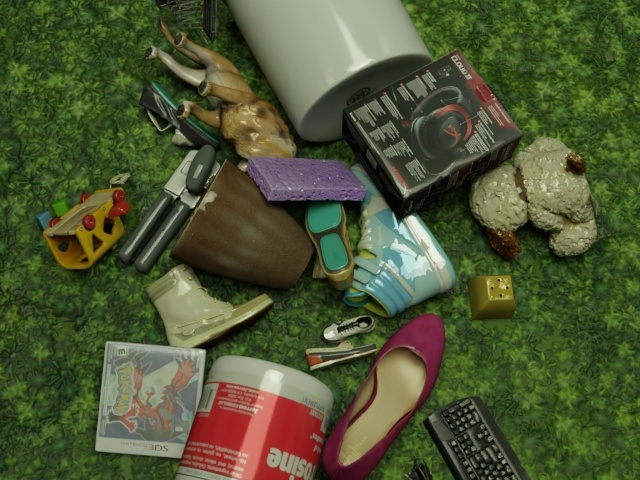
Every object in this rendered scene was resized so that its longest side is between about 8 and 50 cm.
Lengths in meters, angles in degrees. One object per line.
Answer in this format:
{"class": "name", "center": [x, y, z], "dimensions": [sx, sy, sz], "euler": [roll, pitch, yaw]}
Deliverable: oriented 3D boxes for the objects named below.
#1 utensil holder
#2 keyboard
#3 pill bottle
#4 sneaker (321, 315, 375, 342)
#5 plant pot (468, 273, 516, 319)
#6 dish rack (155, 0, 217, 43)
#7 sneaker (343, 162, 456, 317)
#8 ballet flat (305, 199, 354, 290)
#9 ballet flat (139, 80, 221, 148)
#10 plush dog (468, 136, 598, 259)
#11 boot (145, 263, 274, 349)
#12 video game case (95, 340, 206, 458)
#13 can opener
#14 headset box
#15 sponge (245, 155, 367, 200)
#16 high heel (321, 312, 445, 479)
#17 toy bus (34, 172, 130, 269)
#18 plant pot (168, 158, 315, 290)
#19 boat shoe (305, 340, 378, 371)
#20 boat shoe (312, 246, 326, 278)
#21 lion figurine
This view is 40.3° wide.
{"class": "utensil holder", "center": [0.005, -0.437, 1.752], "dimensions": [0.328, 0.327, 0.385], "euler": [-23, 74, -11]}
{"class": "keyboard", "center": [0.285, 0.455, 1.592], "dimensions": [0.202, 0.033, 0.317], "euler": [-27, 73, -12]}
{"class": "pill bottle", "center": [-0.134, 0.420, 1.476], "dimensions": [0.229, 0.229, 0.407], "euler": [16, 70, 2]}
{"class": "sneaker", "center": [0.053, 0.166, 1.679], "dimensions": [0.109, 0.043, 0.040], "euler": [-18, 74, -8]}
{"class": "plant pot", "center": [0.338, 0.103, 1.696], "dimensions": [0.082, 0.083, 0.081], "euler": [-2, 70, -3]}
{"class": "dish rack", "center": [-0.278, -0.539, 1.799], "dimensions": [0.074, 0.208, 0.271], "euler": [-14, 45, -20]}
{"class": "sneaker", "center": [0.095, 0.008, 1.698], "dimensions": [0.208, 0.127, 0.319], "euler": [-32, 69, -10]}
{"class": "ballet flat", "center": [0.019, 0.001, 1.658], "dimensions": [0.080, 0.073, 0.232], "euler": [-14, 45, 6]}
{"class": "ballet flat", "center": [-0.296, -0.241, 1.802], "dimensions": [0.203, 0.074, 0.074], "euler": [42, 73, 5]}
{"class": "plush dog", "center": [0.407, -0.091, 1.724], "dimensions": [0.226, 0.210, 0.262], "euler": [-17, 71, 9]}
{"class": "boot", "center": [-0.213, 0.110, 1.664], "dimensions": [0.213, 0.077, 0.165], "euler": [-27, 73, -4]}
{"class": "video game case", "center": [-0.309, 0.291, 1.591], "dimensions": [0.184, 0.023, 0.201], "euler": [5, 87, -1]}
{"class": "can opener", "center": [-0.297, -0.071, 1.718], "dimensions": [0.076, 0.095, 0.283], "euler": [29, 70, 8]}
{"class": "headset box", "center": [0.219, -0.208, 1.653], "dimensions": [0.293, 0.110, 0.218], "euler": [-30, 73, -10]}
{"class": "sponge", "center": [-0.026, -0.117, 1.663], "dimensions": [0.210, 0.031, 0.117], "euler": [-1, 34, -31]}
{"class": "high heel", "center": [0.131, 0.276, 1.568], "dimensions": [0.127, 0.181, 0.377], "euler": [28, 71, 7]}
{"class": "toy bus", "center": [-0.434, -0.026, 1.688], "dimensions": [0.202, 0.191, 0.104], "euler": [-24, 116, -11]}
{"class": "plant pot", "center": [-0.136, -0.005, 1.661], "dimensions": [0.230, 0.215, 0.215], "euler": [31, 70, -9]}
{"class": "boat shoe", "center": [0.040, 0.213, 1.660], "dimensions": [0.137, 0.049, 0.043], "euler": [-14, 69, -3]}
{"class": "boat shoe", "center": [0.000, 0.001, 1.731], "dimensions": [0.048, 0.056, 0.152], "euler": [-4, 77, -10]}
{"class": "lion figurine", "center": [-0.193, -0.297, 1.765], "dimensions": [0.240, 0.142, 0.392], "euler": [16, 40, -43]}
